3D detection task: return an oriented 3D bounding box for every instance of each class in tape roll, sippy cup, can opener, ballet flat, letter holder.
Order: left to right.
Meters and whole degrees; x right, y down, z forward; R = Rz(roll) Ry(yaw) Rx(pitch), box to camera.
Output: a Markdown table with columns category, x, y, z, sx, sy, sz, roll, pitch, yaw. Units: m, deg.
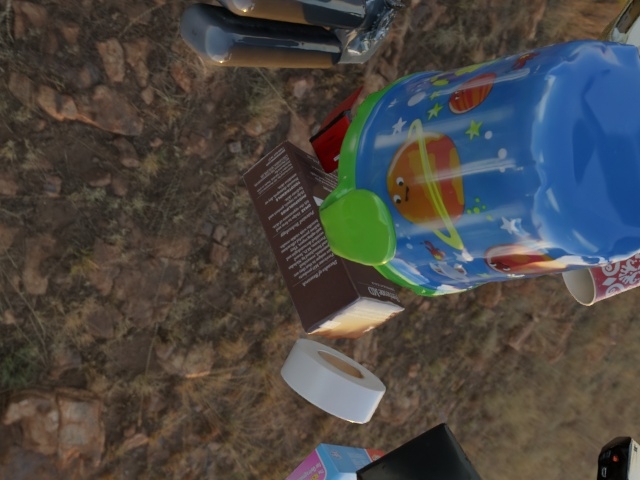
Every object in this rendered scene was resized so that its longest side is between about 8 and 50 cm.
| category | x | y | z | sx | sy | sz | roll | pitch | yaw |
| --- | --- | --- | --- | --- | --- | --- | --- | --- | --- |
| can opener | -0.015 | -0.196 | 0.451 | 0.283 | 0.095 | 0.076 | -26 | 157 | -55 |
| tape roll | 0.036 | 0.386 | 1.493 | 0.286 | 0.286 | 0.100 | 27 | 91 | -50 |
| letter holder | 0.188 | 0.458 | 0.765 | 0.152 | 0.301 | 0.214 | -24 | 147 | -13 |
| sippy cup | 0.167 | -0.063 | 0.478 | 0.240 | 0.224 | 0.305 | 38 | 73 | -20 |
| ballet flat | 0.715 | -0.499 | 1.156 | 0.348 | 0.123 | 0.123 | -52 | 141 | -1 |

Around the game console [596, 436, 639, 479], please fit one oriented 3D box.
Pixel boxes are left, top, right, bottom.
| category | x | y | z | sx | sy | sz | roll | pitch | yaw |
| --- | --- | --- | --- | --- | --- | --- | --- | --- | --- |
| game console | 0.425 | 0.469 | 0.769 | 0.213 | 0.044 | 0.361 | 34 | 65 | -48 |

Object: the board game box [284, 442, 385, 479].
| category | x | y | z | sx | sy | sz | roll | pitch | yaw |
| --- | --- | --- | --- | --- | --- | --- | --- | --- | --- |
| board game box | -0.026 | 0.529 | 1.035 | 0.316 | 0.064 | 0.242 | -48 | 140 | 8 |

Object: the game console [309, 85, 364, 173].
| category | x | y | z | sx | sy | sz | roll | pitch | yaw |
| --- | --- | --- | --- | --- | --- | --- | --- | --- | --- |
| game console | 0.049 | -0.223 | 1.094 | 0.085 | 0.144 | 0.124 | -26 | 90 | -32 |

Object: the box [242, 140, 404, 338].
| category | x | y | z | sx | sy | sz | roll | pitch | yaw |
| --- | --- | --- | --- | --- | --- | --- | --- | --- | --- |
| box | 0.000 | 0.000 | 1.088 | 0.143 | 0.381 | 0.191 | -35 | 152 | 22 |

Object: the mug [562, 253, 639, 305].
| category | x | y | z | sx | sy | sz | roll | pitch | yaw |
| --- | --- | --- | --- | --- | --- | --- | --- | --- | --- |
| mug | 0.582 | 0.040 | 1.074 | 0.169 | 0.150 | 0.113 | -16 | 127 | -3 |
